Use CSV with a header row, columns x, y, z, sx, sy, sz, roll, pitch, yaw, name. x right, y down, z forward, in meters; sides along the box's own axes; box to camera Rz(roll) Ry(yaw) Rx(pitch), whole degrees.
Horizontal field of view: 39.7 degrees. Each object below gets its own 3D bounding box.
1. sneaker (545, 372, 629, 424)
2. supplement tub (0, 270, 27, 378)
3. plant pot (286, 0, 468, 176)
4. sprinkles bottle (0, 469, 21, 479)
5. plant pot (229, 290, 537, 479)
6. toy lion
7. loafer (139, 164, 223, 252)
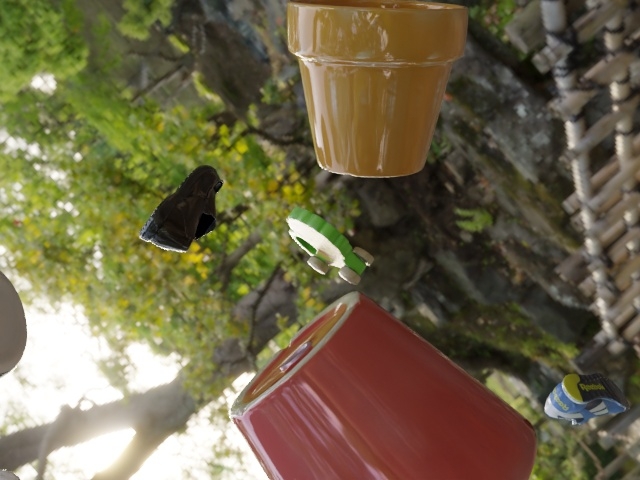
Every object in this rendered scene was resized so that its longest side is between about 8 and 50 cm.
x,y,z,sx,sy,sz,roll,pitch,yaw,name
0.349,0.210,1.165,0.144,0.059,0.053,13,-144,-37,sneaker
-0.601,0.155,1.274,0.194,0.316,0.194,53,-156,-36,supplement tub
0.061,-0.178,1.026,0.205,0.205,0.188,-129,38,-67,plant pot
-0.588,0.594,1.684,0.121,0.121,0.356,50,150,47,sprinkles bottle
0.052,0.206,0.957,0.243,0.275,0.275,47,-179,-3,plant pot
0.000,0.000,0.880,0.096,0.034,0.100,43,166,-28,toy lion
-0.186,-0.037,1.276,0.078,0.080,0.220,39,-150,-5,loafer
